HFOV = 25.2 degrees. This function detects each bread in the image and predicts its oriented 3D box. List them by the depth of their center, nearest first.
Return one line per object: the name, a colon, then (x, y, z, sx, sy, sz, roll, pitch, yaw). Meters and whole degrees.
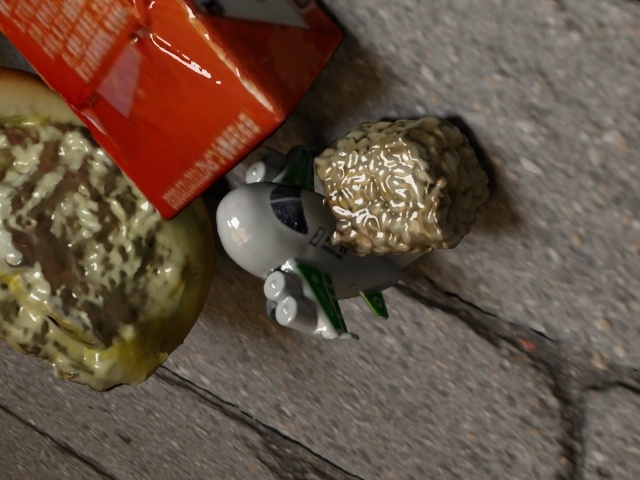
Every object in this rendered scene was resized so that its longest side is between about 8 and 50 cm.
bread: (-0.241, -0.033, 1.227, 0.316, 0.211, 0.270, 38, 178, -22)

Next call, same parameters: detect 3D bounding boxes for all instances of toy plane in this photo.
toy plane: (-0.002, 0.001, 1.051, 0.080, 0.174, 0.174, -36, 97, 34)

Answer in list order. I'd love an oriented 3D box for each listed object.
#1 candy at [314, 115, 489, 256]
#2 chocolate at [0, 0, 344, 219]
candy: (0.055, -0.037, 0.992, 0.110, 0.085, 0.095, -11, 110, 44)
chocolate: (-0.119, -0.158, 1.046, 0.235, 0.108, 0.237, 49, 148, -3)
